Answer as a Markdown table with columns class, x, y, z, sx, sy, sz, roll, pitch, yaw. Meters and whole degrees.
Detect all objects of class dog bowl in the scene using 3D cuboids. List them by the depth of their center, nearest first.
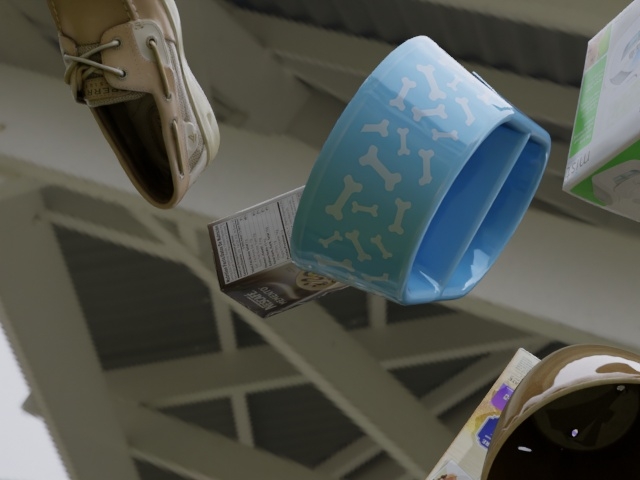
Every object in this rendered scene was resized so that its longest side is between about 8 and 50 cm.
| class | x | y | z | sx | sy | sz | roll | pitch | yaw |
| --- | --- | --- | --- | --- | --- | --- | --- | --- | --- |
| dog bowl | 0.081 | -0.034 | 0.771 | 0.074 | 0.166 | 0.297 | 31 | 9 | 17 |

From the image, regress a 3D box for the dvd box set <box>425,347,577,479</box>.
| class | x | y | z | sx | sy | sz | roll | pitch | yaw |
| --- | --- | --- | --- | --- | --- | --- | --- | --- | --- |
| dvd box set | 0.300 | 0.387 | 1.601 | 0.307 | 0.420 | 0.062 | 33 | -33 | 14 |

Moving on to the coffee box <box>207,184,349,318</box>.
| class | x | y | z | sx | sy | sz | roll | pitch | yaw |
| --- | --- | --- | --- | --- | --- | --- | --- | --- | --- |
| coffee box | 0.000 | 0.000 | 1.739 | 0.297 | 0.119 | 0.168 | -21 | -25 | 15 |

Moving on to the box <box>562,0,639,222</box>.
| class | x | y | z | sx | sy | sz | roll | pitch | yaw |
| --- | --- | --- | --- | --- | --- | --- | --- | --- | --- |
| box | 0.417 | -0.178 | 1.337 | 0.127 | 0.231 | 0.262 | 22 | -24 | -11 |

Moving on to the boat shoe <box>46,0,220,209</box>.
| class | x | y | z | sx | sy | sz | roll | pitch | yaw |
| --- | --- | --- | --- | --- | --- | --- | --- | --- | --- |
| boat shoe | -0.208 | -0.187 | 1.206 | 0.121 | 0.110 | 0.341 | -7 | -52 | 28 |

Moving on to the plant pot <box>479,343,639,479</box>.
| class | x | y | z | sx | sy | sz | roll | pitch | yaw |
| --- | --- | --- | --- | --- | --- | --- | --- | --- | --- |
| plant pot | 0.260 | 0.191 | 1.060 | 0.237 | 0.254 | 0.237 | 2 | -75 | 6 |
